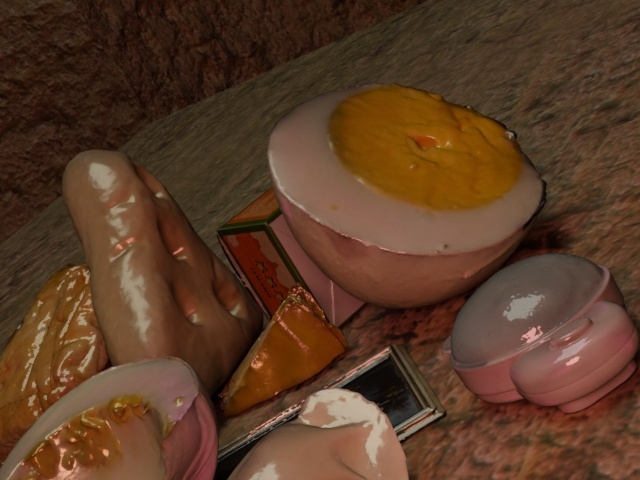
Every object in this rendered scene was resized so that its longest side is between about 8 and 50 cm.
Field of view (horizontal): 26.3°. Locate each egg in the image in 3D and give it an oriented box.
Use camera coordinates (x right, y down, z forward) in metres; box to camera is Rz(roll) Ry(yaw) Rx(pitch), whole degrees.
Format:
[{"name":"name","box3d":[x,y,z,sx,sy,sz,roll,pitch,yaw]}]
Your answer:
[{"name":"egg","box3d":[-0.205,0.250,1.481,0.271,0.162,0.206,-28,26,10]},{"name":"egg","box3d":[0.096,-0.027,1.669,0.337,0.201,0.337,3,41,-3]}]

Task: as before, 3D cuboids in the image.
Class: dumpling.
[{"name":"dumpling","box3d":[-0.011,0.247,1.246,0.166,0.126,0.216,16,34,34]}]

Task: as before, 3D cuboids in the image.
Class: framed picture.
[{"name":"framed picture","box3d":[-0.016,0.219,1.489,0.296,0.019,0.232,-32,16,0]}]

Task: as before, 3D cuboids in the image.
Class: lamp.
[{"name":"lamp","box3d":[0.210,0.081,1.318,0.179,0.108,0.246,-38,16,-5]}]

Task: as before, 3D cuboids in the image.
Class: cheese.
[{"name":"cheese","box3d":[-0.226,0.062,1.762,0.129,0.351,0.328,-33,17,19]}]

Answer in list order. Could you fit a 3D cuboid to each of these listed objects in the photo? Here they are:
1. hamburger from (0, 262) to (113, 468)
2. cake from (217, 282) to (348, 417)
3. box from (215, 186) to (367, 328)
[{"name":"hamburger","box3d":[-0.323,0.197,1.833,0.209,0.162,0.330,-1,55,47]},{"name":"cake","box3d":[-0.068,0.135,1.682,0.185,0.116,0.080,-20,17,24]},{"name":"box","box3d":[0.000,0.000,1.833,0.195,0.177,0.148,-41,19,-29]}]
